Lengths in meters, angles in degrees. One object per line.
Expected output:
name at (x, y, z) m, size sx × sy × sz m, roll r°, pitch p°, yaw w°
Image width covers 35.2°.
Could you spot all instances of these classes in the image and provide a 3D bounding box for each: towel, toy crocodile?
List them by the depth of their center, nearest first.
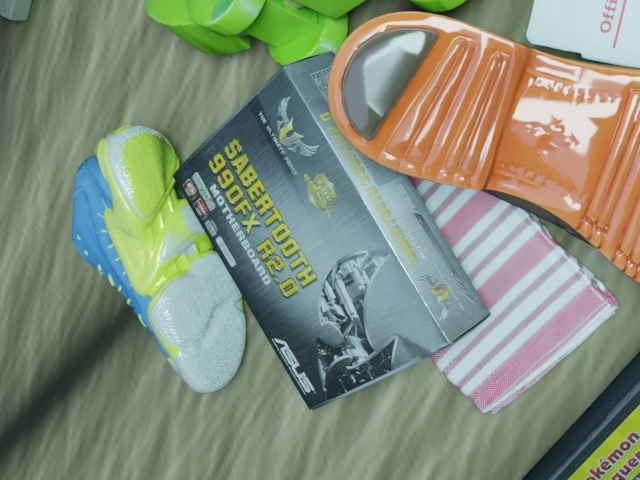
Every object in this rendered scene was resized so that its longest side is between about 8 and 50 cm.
toy crocodile at (0.011, -0.205, 0.709) m, size 0.341 × 0.115 × 0.105 m, roll -17°, pitch 67°, yaw 40°
towel at (0.112, 0.021, 0.777) m, size 0.197 × 0.029 × 0.144 m, roll 48°, pitch 119°, yaw 12°

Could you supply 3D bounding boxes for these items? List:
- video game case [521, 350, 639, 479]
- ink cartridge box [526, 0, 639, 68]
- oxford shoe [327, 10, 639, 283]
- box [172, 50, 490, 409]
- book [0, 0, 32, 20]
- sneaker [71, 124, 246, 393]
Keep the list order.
video game case at (0.277, 0.184, 0.673) m, size 0.248 × 0.035 × 0.275 m, roll 30°, pitch 118°, yaw -6°
ink cartridge box at (0.235, -0.158, 0.643) m, size 0.181 × 0.061 × 0.104 m, roll 18°, pitch 110°, yaw 23°
oxford shoe at (0.186, -0.061, 0.671) m, size 0.364 × 0.133 × 0.130 m, roll 25°, pitch 103°, yaw 1°
box at (0.000, 0.000, 0.782) m, size 0.183 × 0.056 × 0.231 m, roll -34°, pitch 86°, yaw 49°
book at (-0.321, -0.274, 0.930) m, size 0.144 × 0.035 × 0.096 m, roll 28°, pitch 111°, yaw 19°
sneaker at (-0.148, 0.020, 0.893) m, size 0.126 × 0.091 × 0.240 m, roll -10°, pitch 98°, yaw 48°
